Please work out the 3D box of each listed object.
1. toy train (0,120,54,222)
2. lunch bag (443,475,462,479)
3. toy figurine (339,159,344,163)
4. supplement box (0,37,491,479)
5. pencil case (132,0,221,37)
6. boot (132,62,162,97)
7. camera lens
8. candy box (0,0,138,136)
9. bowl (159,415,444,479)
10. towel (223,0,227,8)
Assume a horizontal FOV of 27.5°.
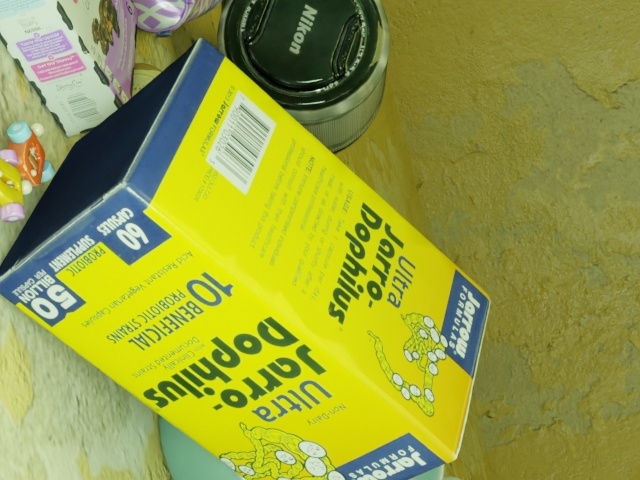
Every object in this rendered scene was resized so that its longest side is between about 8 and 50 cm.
[{"bbox_3d":[-0.270,-0.083,1.049,0.166,0.046,0.125,66,15,-46],"label":"toy train"},{"bbox_3d":[0.171,0.468,1.985,0.090,0.176,0.219,-80,153,-62],"label":"lunch bag"},{"bbox_3d":[0.000,0.000,1.849,0.209,0.148,0.213,35,41,-70],"label":"toy figurine"},{"bbox_3d":[-0.055,0.044,1.106,0.356,0.194,0.195,40,42,-20],"label":"supplement box"},{"bbox_3d":[-0.173,-0.306,1.600,0.206,0.088,0.086,-67,142,-71],"label":"pencil case"},{"bbox_3d":[-0.149,-0.032,1.372,0.203,0.095,0.262,-91,158,-48],"label":"boot"},{"bbox_3d":[-0.020,-0.235,1.747,0.274,0.219,0.220,85,-7,-79],"label":"camera lens"},{"bbox_3d":[-0.247,-0.226,1.238,0.196,0.070,0.165,62,19,-46],"label":"candy box"},{"bbox_3d":[-0.038,0.184,1.314,0.311,0.163,0.312,25,50,-33],"label":"bowl"},{"bbox_3d":[-0.070,-0.264,2.091,0.370,0.040,0.272,61,20,-46],"label":"towel"}]
